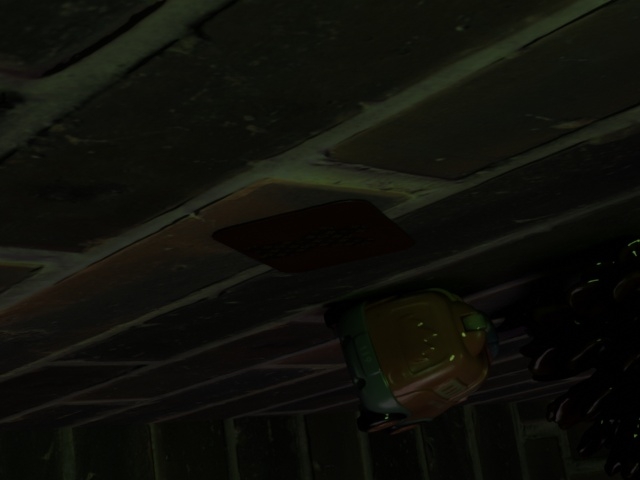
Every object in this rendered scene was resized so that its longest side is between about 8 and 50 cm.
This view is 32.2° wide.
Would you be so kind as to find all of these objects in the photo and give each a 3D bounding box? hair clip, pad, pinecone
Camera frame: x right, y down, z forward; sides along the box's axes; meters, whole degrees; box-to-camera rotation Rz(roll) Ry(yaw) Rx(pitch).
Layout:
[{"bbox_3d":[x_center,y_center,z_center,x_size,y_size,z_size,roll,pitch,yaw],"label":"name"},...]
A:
[{"bbox_3d":[0.363,0.127,1.860,0.095,0.110,0.359,31,172,7],"label":"hair clip"},{"bbox_3d":[0.000,0.000,1.277,0.181,0.004,0.267,-13,164,16],"label":"pad"},{"bbox_3d":[0.492,0.174,1.535,0.397,0.398,0.398,-8,166,-2],"label":"pinecone"}]

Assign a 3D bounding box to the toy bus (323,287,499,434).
[{"bbox_3d":[0.150,0.167,1.685,0.232,0.194,0.287,-26,161,14],"label":"toy bus"}]
